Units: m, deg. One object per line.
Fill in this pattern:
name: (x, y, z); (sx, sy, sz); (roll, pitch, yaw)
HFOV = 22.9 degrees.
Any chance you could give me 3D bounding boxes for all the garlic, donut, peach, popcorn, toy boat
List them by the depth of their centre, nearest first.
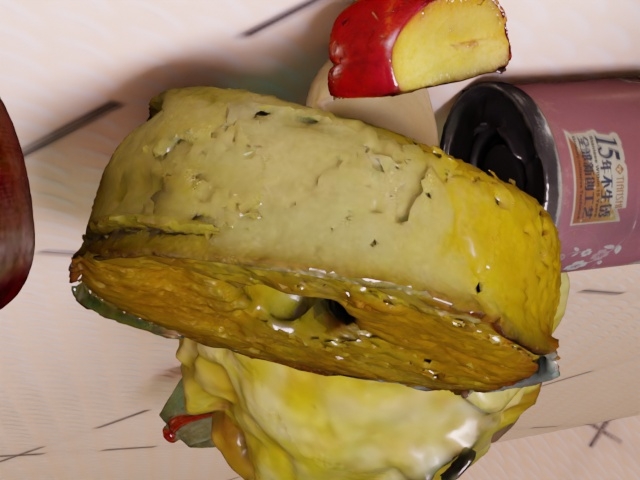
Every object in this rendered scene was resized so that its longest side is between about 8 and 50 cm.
peach: (0.044, -0.091, 0.713); (0.083, 0.050, 0.077); (-4, -170, 5)
garlic: (0.028, -0.069, 0.779); (0.041, 0.053, 0.083); (-21, 143, 38)
donut: (0.000, 0.000, 0.790); (0.272, 0.107, 0.272); (12, 169, 2)
popcorn: (0.032, 0.073, 1.044); (0.252, 0.215, 0.286); (-2, 160, -15)
toy boat: (-0.113, 0.166, 1.539); (0.071, 0.089, 0.185); (34, 164, 0)

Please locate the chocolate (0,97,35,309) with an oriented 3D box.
chocolate: (-0.188, -0.028, 0.696); (0.149, 0.125, 0.080); (22, -172, 20)

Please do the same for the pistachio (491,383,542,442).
pistachio: (0.160, 0.140, 1.586); (0.130, 0.131, 0.206); (-9, 173, 26)

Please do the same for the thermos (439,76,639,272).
thermos: (0.234, -0.039, 0.946); (0.330, 0.109, 0.136); (-5, 152, -26)
